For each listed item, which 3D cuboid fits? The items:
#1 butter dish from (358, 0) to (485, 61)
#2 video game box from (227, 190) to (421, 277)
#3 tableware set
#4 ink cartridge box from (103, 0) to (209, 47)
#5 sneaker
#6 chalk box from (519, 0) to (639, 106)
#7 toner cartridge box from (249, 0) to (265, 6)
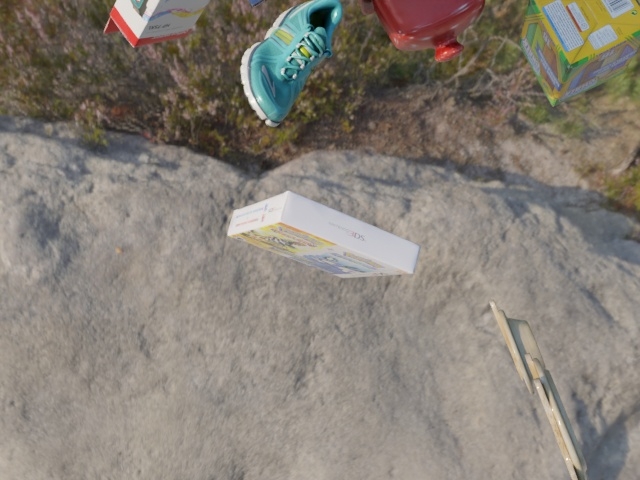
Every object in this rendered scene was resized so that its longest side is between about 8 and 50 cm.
[{"bbox_3d":[0.135,-0.270,0.748,0.159,0.160,0.118,-20,97,10],"label":"butter dish"},{"bbox_3d":[0.000,0.000,0.863,0.205,0.187,0.048,21,74,-24],"label":"video game box"},{"bbox_3d":[0.136,0.114,0.364,0.020,0.169,0.141,-21,98,14],"label":"tableware set"},{"bbox_3d":[-0.269,-0.418,1.095,0.078,0.231,0.134,54,44,2],"label":"ink cartridge box"},{"bbox_3d":[-0.041,-0.296,0.998,0.107,0.110,0.275,45,50,-34],"label":"sneaker"},{"bbox_3d":[0.408,-0.314,1.010,0.132,0.213,0.132,-26,76,7],"label":"chalk box"},{"bbox_3d":[-0.003,-0.315,0.619,0.165,0.348,0.075,-34,111,-1],"label":"toner cartridge box"}]
